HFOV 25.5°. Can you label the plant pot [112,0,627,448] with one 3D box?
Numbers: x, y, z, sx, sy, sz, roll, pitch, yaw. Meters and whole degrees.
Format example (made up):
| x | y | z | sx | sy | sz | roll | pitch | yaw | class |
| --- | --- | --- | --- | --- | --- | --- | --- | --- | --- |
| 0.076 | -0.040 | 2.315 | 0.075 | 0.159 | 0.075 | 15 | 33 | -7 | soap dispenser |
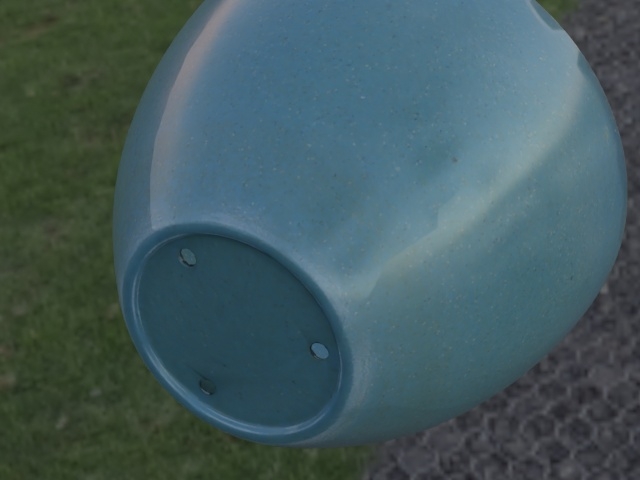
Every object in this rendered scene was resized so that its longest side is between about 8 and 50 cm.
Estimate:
| x | y | z | sx | sy | sz | roll | pitch | yaw | class |
| --- | --- | --- | --- | --- | --- | --- | --- | --- | --- |
| 0.000 | 0.000 | 0.775 | 0.290 | 0.290 | 0.195 | 8 | 33 | 26 | plant pot |
